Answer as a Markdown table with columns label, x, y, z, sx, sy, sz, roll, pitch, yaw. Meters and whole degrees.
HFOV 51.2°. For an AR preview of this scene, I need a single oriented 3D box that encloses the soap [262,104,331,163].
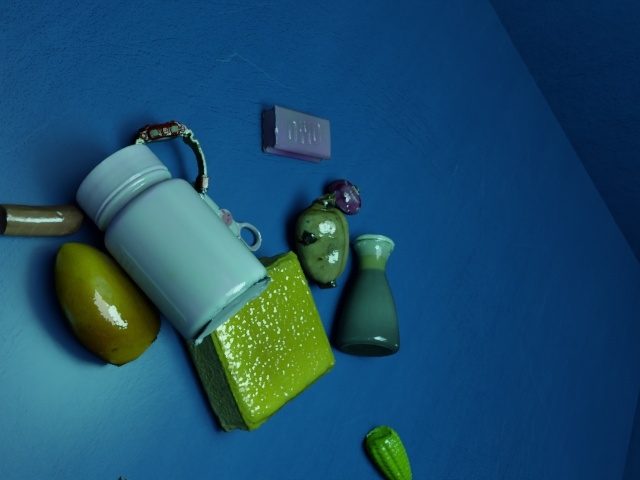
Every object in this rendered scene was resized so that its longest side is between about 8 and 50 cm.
| label | x | y | z | sx | sy | sz | roll | pitch | yaw |
| --- | --- | --- | --- | --- | --- | --- | --- | --- | --- |
| soap | -0.064 | -0.286 | 1.814 | 0.203 | 0.065 | 0.122 | 5 | 78 | -43 |

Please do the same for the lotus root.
| label | x | y | z | sx | sy | sz | roll | pitch | yaw |
| --- | --- | --- | --- | --- | --- | --- | --- | --- | --- |
| lotus root | 0.000 | 0.000 | 1.769 | 0.154 | 0.140 | 0.257 | -11 | 99 | -57 |

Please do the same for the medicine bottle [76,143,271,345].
| label | x | y | z | sx | sy | sz | roll | pitch | yaw |
| --- | --- | --- | --- | --- | --- | --- | --- | --- | --- |
| medicine bottle | -0.297 | 0.005 | 1.341 | 0.379 | 0.213 | 0.213 | 48 | 49 | 5 |

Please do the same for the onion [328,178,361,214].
| label | x | y | z | sx | sy | sz | roll | pitch | yaw |
| --- | --- | --- | --- | --- | --- | --- | --- | --- | --- |
| onion | 0.065 | -0.118 | 1.889 | 0.104 | 0.115 | 0.115 | -41 | 119 | 8 |

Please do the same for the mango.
| label | x | y | z | sx | sy | sz | roll | pitch | yaw |
| --- | --- | --- | --- | --- | --- | --- | --- | --- | --- |
| mango | -0.435 | 0.117 | 1.331 | 0.257 | 0.137 | 0.187 | 53 | 38 | -30 |

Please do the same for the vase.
| label | x | y | z | sx | sy | sz | roll | pitch | yaw |
| --- | --- | --- | --- | --- | --- | --- | --- | --- | --- |
| vase | 0.137 | 0.150 | 1.861 | 0.173 | 0.173 | 0.322 | 24 | 60 | -38 |

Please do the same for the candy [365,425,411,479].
| label | x | y | z | sx | sy | sz | roll | pitch | yaw |
| --- | --- | --- | --- | --- | --- | --- | --- | --- | --- |
| candy | 0.201 | 0.615 | 1.871 | 0.097 | 0.096 | 0.210 | -46 | 119 | -39 |

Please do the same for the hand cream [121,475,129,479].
| label | x | y | z | sx | sy | sz | roll | pitch | yaw |
| --- | --- | --- | --- | --- | --- | --- | --- | --- | --- |
| hand cream | -0.327 | 0.576 | 1.389 | 0.055 | 0.086 | 0.235 | -40 | 118 | 5 |

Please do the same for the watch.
| label | x | y | z | sx | sy | sz | roll | pitch | yaw |
| --- | --- | --- | --- | --- | --- | --- | --- | --- | --- |
| watch | -0.331 | -0.136 | 1.509 | 0.164 | 0.102 | 0.269 | -26 | 101 | -23 |

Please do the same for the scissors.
| label | x | y | z | sx | sy | sz | roll | pitch | yaw |
| --- | --- | --- | --- | --- | --- | --- | --- | --- | --- |
| scissors | -0.238 | -0.049 | 1.623 | 0.242 | 0.030 | 0.118 | 53 | 52 | -24 |

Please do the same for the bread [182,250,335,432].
| label | x | y | z | sx | sy | sz | roll | pitch | yaw |
| --- | --- | --- | --- | --- | --- | --- | --- | --- | --- |
| bread | -0.144 | 0.232 | 1.579 | 0.323 | 0.143 | 0.333 | -27 | 101 | -42 |

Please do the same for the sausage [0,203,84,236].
| label | x | y | z | sx | sy | sz | roll | pitch | yaw |
| --- | --- | --- | --- | --- | --- | --- | --- | --- | --- |
| sausage | -0.543 | -0.040 | 1.315 | 0.169 | 0.065 | 0.065 | 0 | 82 | -44 |
